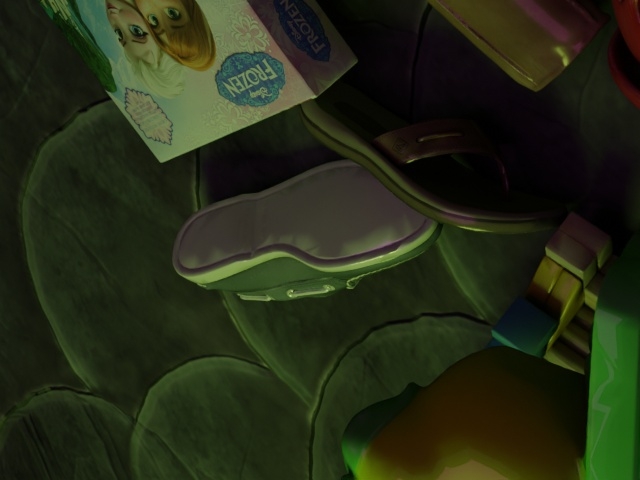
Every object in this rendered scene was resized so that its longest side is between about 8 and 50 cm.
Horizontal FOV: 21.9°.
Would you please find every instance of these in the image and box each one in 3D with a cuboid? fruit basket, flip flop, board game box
[{"bbox_3d":[0.218,0.163,1.286,0.392,0.283,0.392,9,113,23],"label":"fruit basket"},{"bbox_3d":[0.100,-0.086,1.483,0.277,0.112,0.080,35,118,28],"label":"flip flop"},{"bbox_3d":[-0.155,-0.241,1.542,0.318,0.066,0.319,53,151,-12],"label":"board game box"}]

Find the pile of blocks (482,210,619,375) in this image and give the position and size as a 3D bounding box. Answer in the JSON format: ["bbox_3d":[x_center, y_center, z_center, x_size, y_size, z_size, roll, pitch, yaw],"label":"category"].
[{"bbox_3d":[0.198,0.148,1.484,0.113,0.149,0.362,35,131,21],"label":"pile of blocks"}]

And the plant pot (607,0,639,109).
[{"bbox_3d":[0.300,-0.183,1.189,0.191,0.191,0.174,26,137,28],"label":"plant pot"}]

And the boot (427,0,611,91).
[{"bbox_3d":[0.091,-0.224,1.398,0.269,0.089,0.236,40,168,-2],"label":"boot"}]

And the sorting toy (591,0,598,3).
[{"bbox_3d":[0.174,-0.327,1.323,0.229,0.041,0.307,-6,116,46],"label":"sorting toy"}]

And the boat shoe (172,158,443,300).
[{"bbox_3d":[0.000,0.000,1.634,0.319,0.116,0.099,-10,149,37],"label":"boat shoe"}]
